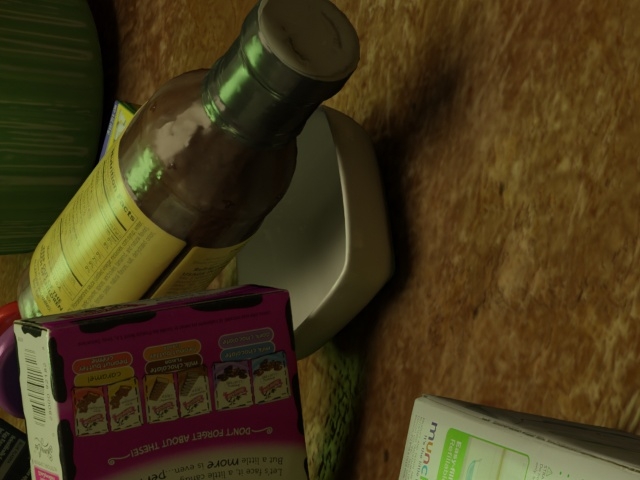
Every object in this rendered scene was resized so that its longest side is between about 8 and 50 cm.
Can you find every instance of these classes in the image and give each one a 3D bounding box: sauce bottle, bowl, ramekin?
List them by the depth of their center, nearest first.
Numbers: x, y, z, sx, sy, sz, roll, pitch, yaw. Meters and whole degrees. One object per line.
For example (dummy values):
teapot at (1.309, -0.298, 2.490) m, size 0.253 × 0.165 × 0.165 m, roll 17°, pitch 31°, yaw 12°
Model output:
bowl at (0.000, 0.000, 1.277) m, size 0.142 × 0.053 × 0.142 m, roll -48°, pitch 40°, yaw 46°
sauce bottle at (-0.085, -0.034, 1.280) m, size 0.344 × 0.111 × 0.111 m, roll -45°, pitch 43°, yaw 45°
ramekin at (-0.318, -0.124, 1.778) m, size 0.303 × 0.148 × 0.303 m, roll -4°, pitch 85°, yaw 55°

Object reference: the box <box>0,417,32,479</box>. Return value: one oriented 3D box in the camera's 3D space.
box at (-0.223, 0.239, 1.480) m, size 0.156 × 0.158 × 0.093 m, roll -54°, pitch 5°, yaw 39°

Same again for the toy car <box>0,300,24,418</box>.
toy car at (-0.191, 0.094, 1.515) m, size 0.182 × 0.136 × 0.159 m, roll 36°, pitch 112°, yaw 60°

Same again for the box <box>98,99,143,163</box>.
box at (-0.129, -0.036, 1.549) m, size 0.179 × 0.043 × 0.105 m, roll 35°, pitch 112°, yaw 59°

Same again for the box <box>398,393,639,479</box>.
box at (0.119, 0.220, 0.888) m, size 0.231 × 0.127 × 0.261 m, roll 10°, pitch 89°, yaw 62°

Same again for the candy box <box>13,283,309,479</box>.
candy box at (-0.090, 0.152, 1.214) m, size 0.071 × 0.159 × 0.233 m, roll 3°, pitch 100°, yaw 64°
